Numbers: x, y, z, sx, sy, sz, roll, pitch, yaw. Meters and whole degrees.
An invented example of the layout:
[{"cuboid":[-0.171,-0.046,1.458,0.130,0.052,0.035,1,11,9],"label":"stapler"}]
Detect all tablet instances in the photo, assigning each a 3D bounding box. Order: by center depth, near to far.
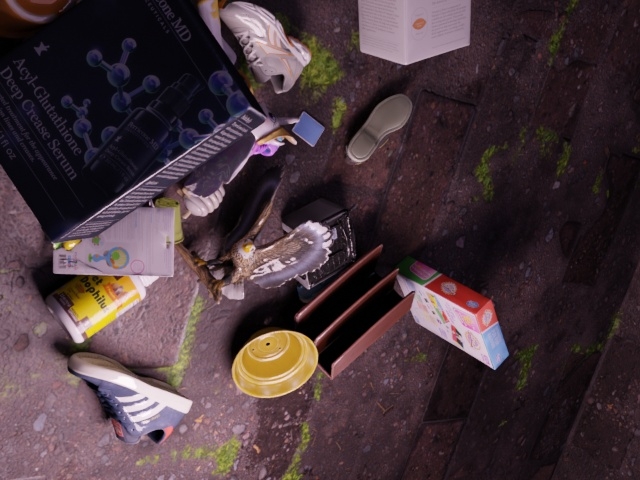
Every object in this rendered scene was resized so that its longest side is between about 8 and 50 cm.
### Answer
[{"cuboid":[-0.029,-0.263,1.969,0.083,0.006,0.054,32,88,-44],"label":"tablet"}]

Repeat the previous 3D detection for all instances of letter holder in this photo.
[{"cuboid":[0.090,0.176,2.129,0.302,0.152,0.214,-39,161,-20],"label":"letter holder"}]

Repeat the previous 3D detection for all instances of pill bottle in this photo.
[{"cuboid":[-0.443,0.105,1.711,0.215,0.117,0.117,-37,131,-22],"label":"pill bottle"}]

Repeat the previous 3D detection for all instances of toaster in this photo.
[{"cuboid":[0.000,0.000,2.051,0.185,0.110,0.168,-29,128,-27],"label":"toaster"}]

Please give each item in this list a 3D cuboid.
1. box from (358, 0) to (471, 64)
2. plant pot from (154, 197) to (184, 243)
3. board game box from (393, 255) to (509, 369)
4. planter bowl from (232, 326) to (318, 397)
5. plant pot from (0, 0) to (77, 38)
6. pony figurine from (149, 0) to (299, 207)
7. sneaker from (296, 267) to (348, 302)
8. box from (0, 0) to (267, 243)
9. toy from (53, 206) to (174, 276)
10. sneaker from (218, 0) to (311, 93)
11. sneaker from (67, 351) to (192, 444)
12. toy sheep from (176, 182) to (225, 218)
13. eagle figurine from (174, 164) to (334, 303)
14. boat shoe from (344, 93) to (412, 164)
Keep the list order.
[{"cuboid":[0.214,-0.606,1.899,0.215,0.168,0.345,-23,125,-31],"label":"box"},{"cuboid":[-0.326,-0.045,1.759,0.083,0.083,0.079,-11,121,-37],"label":"plant pot"},{"cuboid":[0.361,0.198,2.318,0.064,0.316,0.242,-42,133,-18],"label":"board game box"},{"cuboid":[-0.122,0.283,2.078,0.217,0.090,0.217,-9,125,-14],"label":"planter bowl"},{"cuboid":[-0.485,-0.426,1.355,0.205,0.188,0.205,-16,117,-34],"label":"plant pot"},{"cuboid":[-0.229,-0.252,1.649,0.351,0.302,0.363,-47,119,-25],"label":"pony figurine"},{"cuboid":[0.005,0.088,2.133,0.162,0.063,0.073,-41,129,-19],"label":"sneaker"},{"cuboid":[-0.338,-0.224,1.401,0.395,0.212,0.294,-34,91,4],"label":"box"},{"cuboid":[-0.409,-0.001,1.662,0.237,0.056,0.137,1,95,-4],"label":"toy"},{"cuboid":[-0.125,-0.400,1.743,0.262,0.099,0.121,31,79,-44],"label":"sneaker"},{"cuboid":[-0.434,0.362,1.835,0.350,0.131,0.148,38,79,-45],"label":"sneaker"},{"cuboid":[-0.256,-0.098,1.799,0.132,0.091,0.091,-50,134,-18],"label":"toy sheep"},{"cuboid":[-0.143,0.009,1.849,0.298,0.225,0.226,-36,120,-13],"label":"eagle figurine"},{"cuboid":[0.138,-0.276,2.069,0.081,0.068,0.228,45,70,-3],"label":"boat shoe"}]
